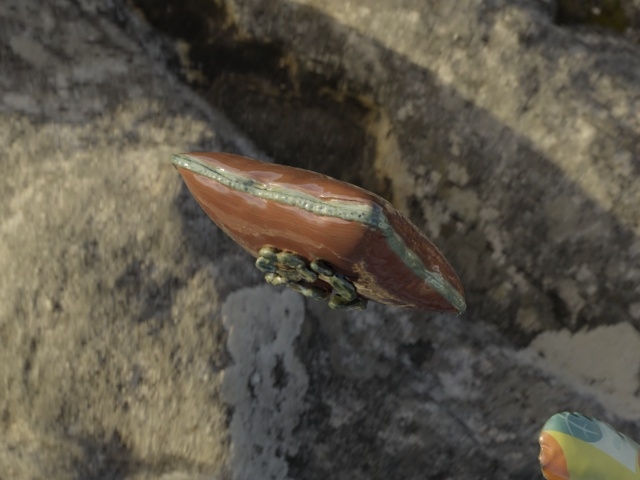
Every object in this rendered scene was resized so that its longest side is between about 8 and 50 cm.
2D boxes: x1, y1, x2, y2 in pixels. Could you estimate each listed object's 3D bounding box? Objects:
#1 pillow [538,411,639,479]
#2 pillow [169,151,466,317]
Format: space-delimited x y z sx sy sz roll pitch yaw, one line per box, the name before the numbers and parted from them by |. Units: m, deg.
pillow | 0.256 0.297 1.287 0.214 0.086 0.233 38 73 -18
pillow | 0.000 0.000 0.912 0.171 0.179 0.075 19 79 30
